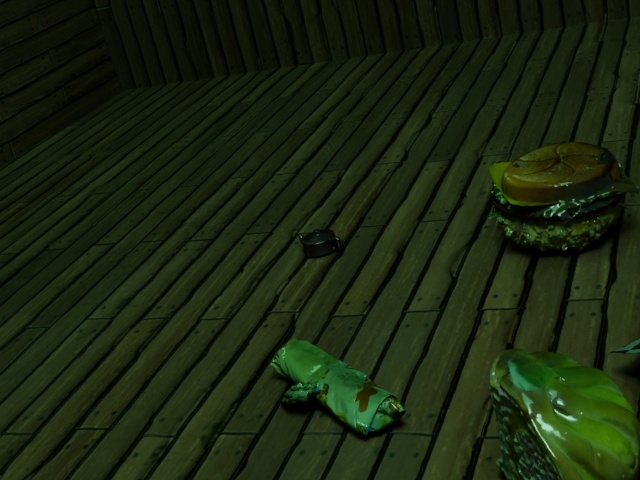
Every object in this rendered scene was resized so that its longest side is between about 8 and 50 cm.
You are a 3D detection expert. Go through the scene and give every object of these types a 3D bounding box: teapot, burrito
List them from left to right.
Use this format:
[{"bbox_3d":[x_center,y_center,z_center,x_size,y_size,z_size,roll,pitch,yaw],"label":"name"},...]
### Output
[{"bbox_3d":[0.000,0.000,1.882,0.100,0.045,0.068,3,30,36],"label":"teapot"},{"bbox_3d":[0.004,0.207,1.400,0.104,0.054,0.288,-27,27,-23],"label":"burrito"}]

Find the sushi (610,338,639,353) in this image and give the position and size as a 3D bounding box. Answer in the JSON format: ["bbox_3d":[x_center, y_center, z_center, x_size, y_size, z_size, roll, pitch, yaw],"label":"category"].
[{"bbox_3d":[0.573,0.056,1.220,0.320,0.068,0.339,-18,4,-28],"label":"sushi"}]

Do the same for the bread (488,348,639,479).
[{"bbox_3d":[0.277,0.201,1.126,0.156,0.158,0.260,-16,25,-13],"label":"bread"}]

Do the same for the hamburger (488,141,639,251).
[{"bbox_3d":[0.411,-0.073,1.692,0.262,0.138,0.243,-13,25,5],"label":"hamburger"}]
